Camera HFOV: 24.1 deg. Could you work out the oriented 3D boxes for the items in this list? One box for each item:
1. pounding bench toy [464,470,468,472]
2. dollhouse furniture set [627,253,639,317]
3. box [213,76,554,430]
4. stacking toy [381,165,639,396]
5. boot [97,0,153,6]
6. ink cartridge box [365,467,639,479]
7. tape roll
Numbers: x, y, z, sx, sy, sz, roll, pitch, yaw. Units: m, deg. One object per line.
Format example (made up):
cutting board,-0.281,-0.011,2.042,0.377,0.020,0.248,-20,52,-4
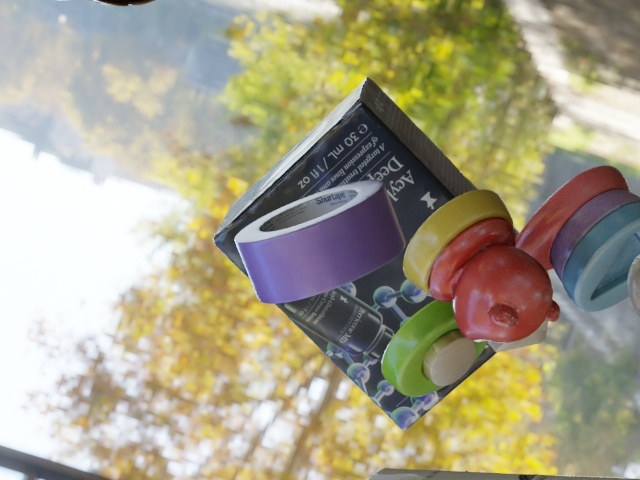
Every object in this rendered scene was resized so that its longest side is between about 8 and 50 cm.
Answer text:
pounding bench toy,0.108,0.253,1.336,0.065,0.083,0.052,52,-157,16
dollhouse furniture set,0.293,-0.049,0.786,0.212,0.242,0.161,-10,120,52
box,0.094,0.016,2.161,0.395,0.293,0.212,45,-165,-8
stacking toy,0.218,0.074,1.536,0.309,0.279,0.130,-15,-130,-35
boot,-0.182,-0.265,1.443,0.197,0.073,0.152,-25,-150,-32
ink cartridge box,0.150,0.256,0.947,0.273,0.198,0.115,-1,-171,24
tape roll,0.000,0.000,1.765,0.189,0.080,0.189,-21,-169,4
